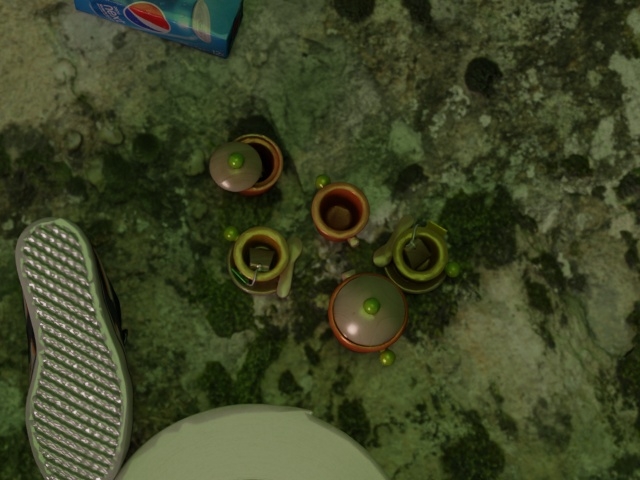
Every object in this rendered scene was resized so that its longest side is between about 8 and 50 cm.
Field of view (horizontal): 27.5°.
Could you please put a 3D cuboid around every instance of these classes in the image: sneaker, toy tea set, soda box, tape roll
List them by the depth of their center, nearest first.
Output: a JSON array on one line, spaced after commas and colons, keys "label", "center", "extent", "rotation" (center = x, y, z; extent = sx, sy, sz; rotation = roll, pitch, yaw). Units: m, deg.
[{"label": "tape roll", "center": [-0.078, 0.383, 1.512], "extent": [0.392, 0.072, 0.392], "rotation": [1, 76, -4]}, {"label": "sneaker", "center": [-0.283, 0.136, 1.534], "extent": [0.126, 0.127, 0.321], "rotation": [-6, 84, -4]}, {"label": "toy tea set", "center": [0.000, 0.000, 1.586], "extent": [0.336, 0.124, 0.200], "rotation": [29, 76, 3]}, {"label": "soda box", "center": [-0.207, -0.307, 1.678], "extent": [0.210, 0.067, 0.071], "rotation": [18, 75, 1]}]
